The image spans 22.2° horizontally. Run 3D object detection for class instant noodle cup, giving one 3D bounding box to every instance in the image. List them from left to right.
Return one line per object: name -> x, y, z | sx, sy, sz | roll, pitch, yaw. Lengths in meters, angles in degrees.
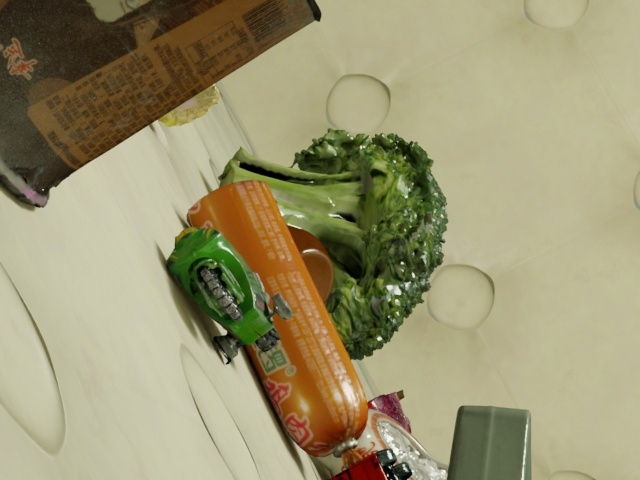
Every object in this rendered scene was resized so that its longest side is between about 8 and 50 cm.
instant noodle cup -> -0.128, -0.158, 0.949 | 0.217, 0.207, 0.217 | 63, 1, -3

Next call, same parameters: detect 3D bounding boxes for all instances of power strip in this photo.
power strip -> 0.175, 0.319, 1.546 | 0.261, 0.141, 0.229 | -76, 165, -46

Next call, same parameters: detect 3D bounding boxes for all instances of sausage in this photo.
sausage -> -0.034, 0.088, 1.604 | 0.312, 0.093, 0.093 | 64, 3, 25

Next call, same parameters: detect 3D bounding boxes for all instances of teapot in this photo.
teapot -> -0.054, 0.031, 1.804 | 0.173, 0.116, 0.116 | 19, 36, -46
teapot -> 0.066, 0.243, 1.715 | 0.245, 0.116, 0.159 | 38, 28, -39

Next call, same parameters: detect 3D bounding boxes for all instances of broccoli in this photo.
broccoli -> 0.010, 0.014, 2.134 | 0.249, 0.302, 0.375 | 94, 4, -52

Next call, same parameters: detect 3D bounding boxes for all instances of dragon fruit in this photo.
dragon fruit -> 0.065, 0.241, 1.957 | 0.096, 0.102, 0.147 | 55, 11, 9

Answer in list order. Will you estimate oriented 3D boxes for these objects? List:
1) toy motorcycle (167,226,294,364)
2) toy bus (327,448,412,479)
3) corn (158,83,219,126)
toy motorcycle -> -0.084, 0.042, 1.411 | 0.106, 0.074, 0.190 | 54, 0, 16
toy bus -> 0.053, 0.257, 1.538 | 0.081, 0.089, 0.195 | 64, 3, 17
corn -> -0.189, -0.232, 1.850 | 0.244, 0.093, 0.093 | 65, 3, 37
